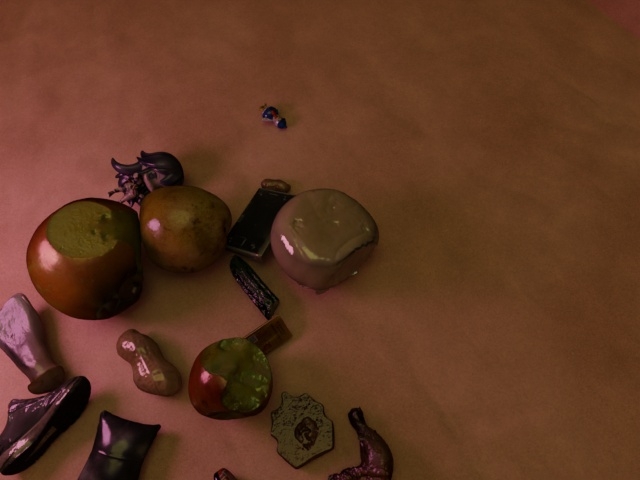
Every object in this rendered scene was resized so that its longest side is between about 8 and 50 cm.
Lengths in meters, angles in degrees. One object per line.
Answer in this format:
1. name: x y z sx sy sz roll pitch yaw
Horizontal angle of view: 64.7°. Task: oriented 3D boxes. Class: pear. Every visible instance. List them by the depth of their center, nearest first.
1. pear: -0.442 -0.047 1.676 0.304 0.304 0.303 -2 64 3

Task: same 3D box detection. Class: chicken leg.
1. chicken leg: 0.119 0.643 1.421 0.178 0.083 0.322 10 67 25

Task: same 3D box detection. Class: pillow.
1. pillow: -0.590 0.636 1.457 0.186 0.106 0.249 13 68 2

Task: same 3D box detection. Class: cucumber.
1. cucumber: -0.228 0.150 1.686 0.077 0.077 0.265 -39 68 -14

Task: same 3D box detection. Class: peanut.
1. peanut: -0.543 0.387 1.578 0.274 0.111 0.125 42 89 24
2. peanut: -0.165 -0.200 1.866 0.113 0.054 0.053 8 65 7

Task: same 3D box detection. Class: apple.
1. apple: -0.261 0.399 1.472 0.247 0.246 0.226 -4 61 2
2. apple: -0.715 0.061 1.608 0.384 0.374 0.374 -46 69 -2

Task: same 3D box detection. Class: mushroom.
1. mushroom: -0.933 0.335 1.613 0.328 0.122 0.159 46 112 19

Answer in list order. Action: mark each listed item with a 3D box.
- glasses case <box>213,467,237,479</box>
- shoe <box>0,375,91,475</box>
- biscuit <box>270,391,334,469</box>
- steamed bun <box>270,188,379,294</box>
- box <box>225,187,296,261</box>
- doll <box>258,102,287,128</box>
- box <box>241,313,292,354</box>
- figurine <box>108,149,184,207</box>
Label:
1. glasses case: -0.212 0.748 1.376 0.067 0.103 0.266 -33 67 -12
2. shoe: -0.855 0.521 1.525 0.171 0.132 0.336 36 77 22
3. biscuit: -0.062 0.548 1.501 0.182 0.034 0.215 -26 63 -9
4. steamed bun: 0.000 0.000 1.654 0.334 0.232 0.311 -24 63 -28
5. box: -0.211 -0.064 1.771 0.211 0.045 0.270 16 65 35
6. doll: -0.184 -0.489 2.006 0.099 0.057 0.143 -39 72 -24
7. box: -0.176 0.313 1.609 0.156 0.022 0.089 -35 95 -11
8. figurine: -0.636 -0.227 1.849 0.265 0.175 0.196 -7 59 -8
